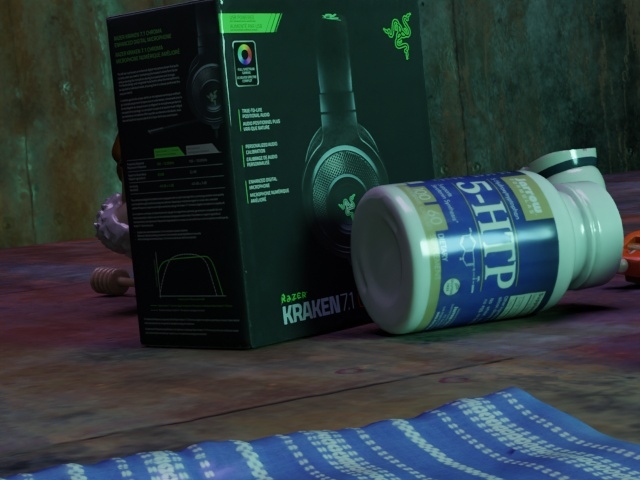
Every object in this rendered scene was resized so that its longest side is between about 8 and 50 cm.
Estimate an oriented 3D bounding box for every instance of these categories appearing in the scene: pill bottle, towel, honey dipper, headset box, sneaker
[{"bbox_3d":[0.128,0.005,1.164,0.187,0.112,0.112,-8,4,-24],"label":"pill bottle"},{"bbox_3d":[-0.022,0.098,0.541,0.336,0.040,0.243,-7,5,-20],"label":"towel"},{"bbox_3d":[-0.187,0.047,1.640,0.030,0.030,0.161,-9,9,-44],"label":"honey dipper"},{"bbox_3d":[-0.030,-0.071,1.249,0.131,0.283,0.246,-3,4,42],"label":"headset box"},{"bbox_3d":[0.223,-0.018,1.649,0.090,0.094,0.235,-13,-13,-27],"label":"sneaker"}]

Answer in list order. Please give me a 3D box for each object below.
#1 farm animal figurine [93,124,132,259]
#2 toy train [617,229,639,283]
[{"bbox_3d":[-0.057,-0.023,1.605,0.330,0.172,0.327,2,16,-3],"label":"farm animal figurine"},{"bbox_3d":[0.326,0.014,1.293,0.166,0.046,0.125,6,31,33],"label":"toy train"}]
